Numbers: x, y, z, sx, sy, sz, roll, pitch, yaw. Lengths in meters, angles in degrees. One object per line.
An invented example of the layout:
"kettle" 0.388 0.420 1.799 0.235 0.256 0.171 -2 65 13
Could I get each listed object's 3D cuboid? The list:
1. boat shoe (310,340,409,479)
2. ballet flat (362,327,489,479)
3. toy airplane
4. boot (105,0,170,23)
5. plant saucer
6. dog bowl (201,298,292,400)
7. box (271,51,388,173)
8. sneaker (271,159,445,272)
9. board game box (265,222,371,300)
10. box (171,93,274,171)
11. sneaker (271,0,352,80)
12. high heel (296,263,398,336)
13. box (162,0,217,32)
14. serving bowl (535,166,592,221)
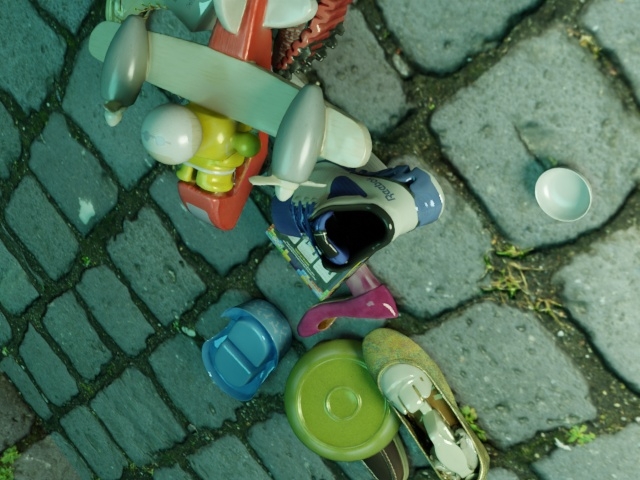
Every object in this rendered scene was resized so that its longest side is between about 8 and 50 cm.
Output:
"boat shoe" 0.054 0.377 1.622 0.123 0.123 0.342 -21 101 47
"ballet flat" 0.195 0.314 1.455 0.349 0.123 0.123 55 138 -3
"toy airplane" -0.152 -0.210 1.164 0.386 0.272 0.384 -21 104 43
"boot" -0.312 -0.432 1.456 0.165 0.077 0.213 25 124 27
"plant saucer" 0.044 0.313 1.540 0.240 0.037 0.241 0 88 8
"dog bowl" -0.161 0.239 1.763 0.166 0.074 0.297 45 136 10
"box" -0.011 -0.191 1.354 0.324 0.067 0.063 45 137 8
"sneaker" 0.017 -0.041 1.245 0.315 0.182 0.128 0 115 42
"board game box" 0.000 0.000 1.443 0.141 0.048 0.170 -45 77 27
"box" -0.169 -0.205 1.450 0.036 0.114 0.207 -29 95 48
"sneaker" -0.019 -0.371 1.221 0.135 0.097 0.276 46 135 8
"high heel" 0.048 0.152 1.515 0.244 0.082 0.117 -44 73 35
"box" -0.186 -0.461 1.265 0.181 0.119 0.182 47 122 6
"serving bowl" 0.352 -0.070 1.136 0.083 0.027 0.083 22 128 31
